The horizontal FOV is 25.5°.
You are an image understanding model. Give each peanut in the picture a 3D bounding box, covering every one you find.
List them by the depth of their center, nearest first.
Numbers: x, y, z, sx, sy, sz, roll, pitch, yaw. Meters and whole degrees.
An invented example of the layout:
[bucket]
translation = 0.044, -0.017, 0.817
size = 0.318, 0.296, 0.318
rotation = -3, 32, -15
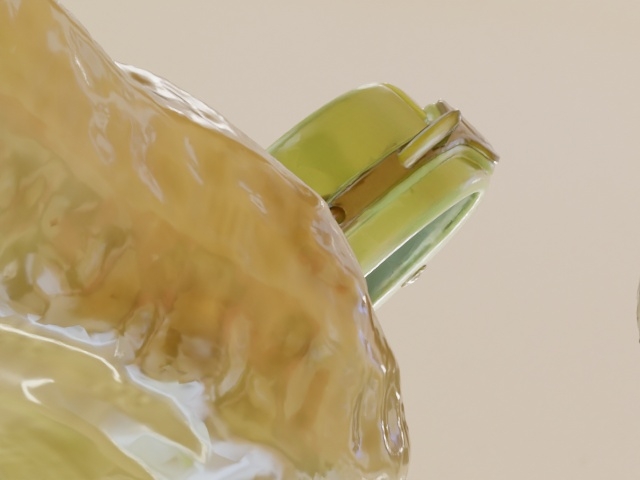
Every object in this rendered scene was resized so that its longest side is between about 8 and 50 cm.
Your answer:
[peanut]
translation = -0.080, -0.004, 0.362
size = 0.290, 0.130, 0.130
rotation = 43, -145, -36

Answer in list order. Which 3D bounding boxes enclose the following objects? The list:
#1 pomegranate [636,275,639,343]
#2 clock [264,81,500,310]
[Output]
[pomegranate]
translation = 0.353, 0.085, 0.998
size = 0.285, 0.285, 0.341
rotation = 48, -152, 10
[clock]
translation = 0.000, 0.000, 1.078
size = 0.286, 0.348, 0.117
rotation = -39, -99, -21
